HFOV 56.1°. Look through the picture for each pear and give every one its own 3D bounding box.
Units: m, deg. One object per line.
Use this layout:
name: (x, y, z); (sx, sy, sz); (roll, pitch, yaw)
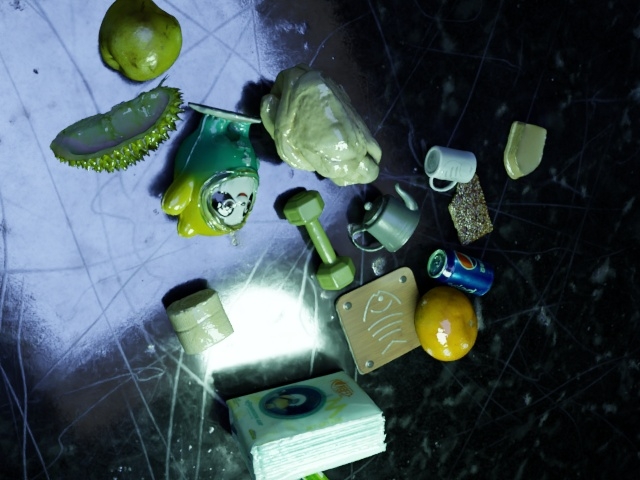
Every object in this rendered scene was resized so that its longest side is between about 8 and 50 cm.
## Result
pear: (-0.436, -0.485, 1.453); (0.200, 0.200, 0.199); (-4, 101, -20)

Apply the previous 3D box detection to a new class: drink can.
drink can: (0.453, 0.101, 1.938); (0.205, 0.118, 0.118); (17, 93, -23)

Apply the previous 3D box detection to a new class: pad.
pad: (0.206, 0.255, 1.927); (0.287, 0.018, 0.283); (-24, 107, -17)

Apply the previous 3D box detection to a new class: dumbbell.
dumbbell: (0.000, 0.000, 1.748); (0.108, 0.121, 0.301); (-43, 114, -41)

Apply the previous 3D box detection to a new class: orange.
orange: (0.392, 0.261, 1.902); (0.240, 0.171, 0.240); (6, 81, -48)

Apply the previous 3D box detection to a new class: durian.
durian: (-0.485, -0.274, 1.490); (0.356, 0.157, 0.169); (-34, 93, -12)

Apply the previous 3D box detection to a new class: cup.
cup: (0.400, -0.218, 1.867); (0.133, 0.099, 0.135); (7, 97, -23)

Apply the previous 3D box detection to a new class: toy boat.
toy boat: (0.672, -0.293, 1.978); (0.116, 0.061, 0.188); (8, 97, -23)

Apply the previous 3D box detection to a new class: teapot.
teapot: (0.188, -0.063, 1.797); (0.149, 0.162, 0.239); (31, 117, -15)

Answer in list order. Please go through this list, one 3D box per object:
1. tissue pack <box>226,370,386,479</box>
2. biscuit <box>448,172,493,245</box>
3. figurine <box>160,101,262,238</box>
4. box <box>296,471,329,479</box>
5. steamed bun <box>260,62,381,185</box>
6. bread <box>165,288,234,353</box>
tissue pack: (-0.046, 0.533, 1.734); (0.388, 0.287, 0.162); (-10, 107, -19)
biscuit: (0.481, -0.111, 1.958); (0.131, 0.026, 0.236); (-27, 109, -16)
figurine: (-0.274, -0.171, 1.557); (0.324, 0.232, 0.339); (-2, 108, -58)
box: (-0.051, 0.763, 1.880); (0.134, 0.097, 0.345); (-43, 112, -18)
steamed bun: (-0.002, -0.285, 1.586); (0.230, 0.372, 0.324); (-36, 72, 13)
bread: (-0.329, 0.224, 1.650); (0.148, 0.134, 0.141); (-22, 107, -2)
